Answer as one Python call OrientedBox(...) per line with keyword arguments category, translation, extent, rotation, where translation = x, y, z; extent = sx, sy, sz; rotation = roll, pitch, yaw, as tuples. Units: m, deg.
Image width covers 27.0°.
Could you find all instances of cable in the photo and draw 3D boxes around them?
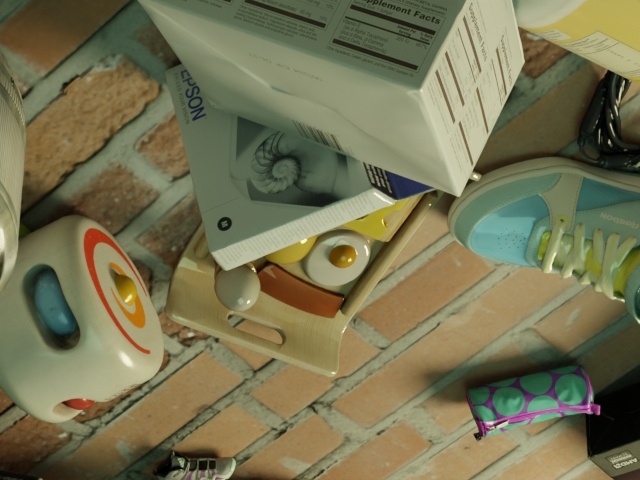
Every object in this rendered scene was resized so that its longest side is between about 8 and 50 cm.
OrientedBox(category="cable", translation=(0.358, -0.148, 1.384), extent=(0.150, 0.047, 0.184), rotation=(8, 124, -15))

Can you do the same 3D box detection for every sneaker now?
OrientedBox(category="sneaker", translation=(-0.158, 0.276, 1.624), extent=(0.098, 0.038, 0.069), rotation=(-25, 127, 9))
OrientedBox(category="sneaker", translation=(0.303, 0.019, 1.399), extent=(0.319, 0.208, 0.127), rotation=(1, 128, -9))

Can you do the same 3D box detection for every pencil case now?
OrientedBox(category="pencil case", translation=(0.255, 0.196, 1.611), extent=(0.151, 0.070, 0.064), rotation=(-13, 127, 0))

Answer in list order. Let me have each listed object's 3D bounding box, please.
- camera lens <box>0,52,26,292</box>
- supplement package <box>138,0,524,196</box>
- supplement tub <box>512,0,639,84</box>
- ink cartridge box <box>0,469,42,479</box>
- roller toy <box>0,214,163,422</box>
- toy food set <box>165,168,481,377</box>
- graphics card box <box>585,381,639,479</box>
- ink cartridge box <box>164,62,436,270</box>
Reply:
OrientedBox(category="camera lens", translation=(-0.377, -0.061, 1.186), extent=(0.219, 0.274, 0.219), rotation=(-5, 127, -6))
OrientedBox(category="supplement package", translation=(0.017, -0.178, 1.122), extent=(0.261, 0.145, 0.204), rotation=(22, 166, 22))
OrientedBox(category="supplement tub", translation=(0.281, -0.268, 1.159), extent=(0.331, 0.241, 0.241), rotation=(20, 121, -23))
OrientedBox(category="ink cartridge box", translation=(-0.412, 0.375, 1.556), extent=(0.303, 0.072, 0.307), rotation=(5, 132, 23))
OrientedBox(category="roller toy", translation=(-0.252, 0.079, 1.364), extent=(0.146, 0.191, 0.209), rotation=(-26, 126, 10))
OrientedBox(category="toy food set", translation=(0.000, 0.000, 1.408), extent=(0.219, 0.092, 0.306), rotation=(22, 121, -23))
OrientedBox(category="graphics card box", translation=(0.530, 0.288, 1.678), extent=(0.232, 0.094, 0.371), rotation=(-27, 127, 32))
OrientedBox(category="ink cartridge box", translation=(-0.020, -0.108, 1.246), extent=(0.224, 0.223, 0.045), rotation=(-21, 149, 6))
